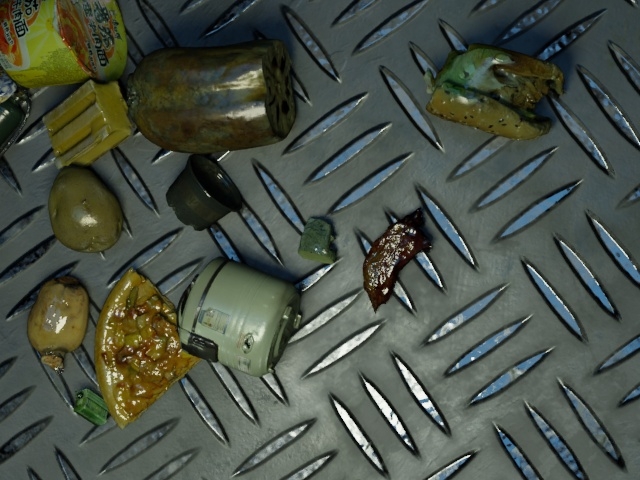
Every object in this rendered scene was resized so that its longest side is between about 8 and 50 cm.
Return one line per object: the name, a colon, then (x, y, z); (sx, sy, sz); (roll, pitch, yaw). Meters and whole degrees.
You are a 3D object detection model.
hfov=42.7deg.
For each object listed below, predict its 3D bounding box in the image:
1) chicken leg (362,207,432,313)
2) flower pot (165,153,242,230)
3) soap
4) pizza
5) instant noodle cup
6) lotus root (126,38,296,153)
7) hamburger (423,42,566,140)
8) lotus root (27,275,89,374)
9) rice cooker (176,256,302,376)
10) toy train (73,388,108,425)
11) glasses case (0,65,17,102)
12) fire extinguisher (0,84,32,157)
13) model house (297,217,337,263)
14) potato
chicken leg: (0.154, 0.036, 1.727); (0.105, 0.063, 0.234); (41, 96, 15)
flower pot: (-0.259, -0.094, 1.770); (0.107, 0.157, 0.157); (-41, 81, 18)
soap: (-0.514, -0.252, 1.803); (0.233, 0.076, 0.134); (-22, 83, 41)
pizza: (-0.424, 0.238, 1.811); (0.268, 0.087, 0.258); (-44, 77, 7)
instant noodle cup: (-0.579, -0.456, 1.804); (0.200, 0.264, 0.264); (-9, 85, 19)
lotus root: (-0.237, -0.303, 1.729); (0.346, 0.250, 0.250); (-1, 87, 10)
hamburger: (0.346, -0.303, 1.655); (0.288, 0.192, 0.167); (18, 100, 11)
lotus root: (-0.585, 0.188, 1.825); (0.125, 0.118, 0.220); (10, 86, 28)
rice cooker: (-0.175, 0.159, 1.702); (0.244, 0.226, 0.226); (21, 91, 7)
toy train: (-0.505, 0.367, 1.806); (0.038, 0.093, 0.056); (-17, 47, 20)
glasses case: (-0.761, -0.388, 1.868); (0.087, 0.065, 0.248); (-39, 50, -9)
fire extinguisher: (-0.760, -0.261, 1.894); (0.118, 0.093, 0.294); (43, 93, 10)
model house: (0.000, 0.000, 1.763); (0.079, 0.066, 0.083); (9, 71, 21)
potato: (-0.524, -0.073, 1.823); (0.157, 0.157, 0.193); (-22, 70, 8)
